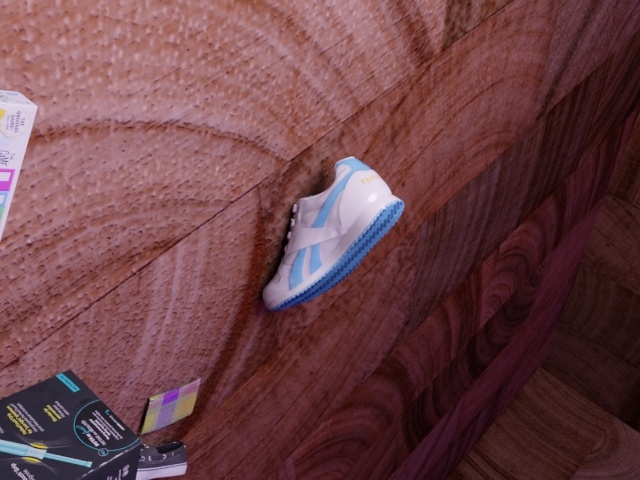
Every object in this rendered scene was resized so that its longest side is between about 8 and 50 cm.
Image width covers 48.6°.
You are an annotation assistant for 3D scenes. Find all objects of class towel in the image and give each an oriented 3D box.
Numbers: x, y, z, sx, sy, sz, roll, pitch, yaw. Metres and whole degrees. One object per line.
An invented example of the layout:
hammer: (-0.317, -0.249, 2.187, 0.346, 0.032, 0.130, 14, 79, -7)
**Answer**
towel: (-0.182, 0.202, 0.863, 0.083, 0.009, 0.060, -16, 133, -50)

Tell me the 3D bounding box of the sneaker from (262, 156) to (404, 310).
sneaker: (0.000, 0.000, 0.859, 0.229, 0.092, 0.087, -47, 160, 28)

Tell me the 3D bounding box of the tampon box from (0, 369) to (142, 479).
tampon box: (-0.263, 0.214, 0.630, 0.161, 0.120, 0.101, -22, 137, -46)

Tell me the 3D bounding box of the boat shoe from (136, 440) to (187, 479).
boat shoe: (-0.213, 0.264, 0.852, 0.142, 0.049, 0.040, 25, 65, -60)

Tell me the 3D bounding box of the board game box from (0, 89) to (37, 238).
board game box: (-0.261, -0.029, 0.474, 0.103, 0.026, 0.154, -7, 125, -56)
